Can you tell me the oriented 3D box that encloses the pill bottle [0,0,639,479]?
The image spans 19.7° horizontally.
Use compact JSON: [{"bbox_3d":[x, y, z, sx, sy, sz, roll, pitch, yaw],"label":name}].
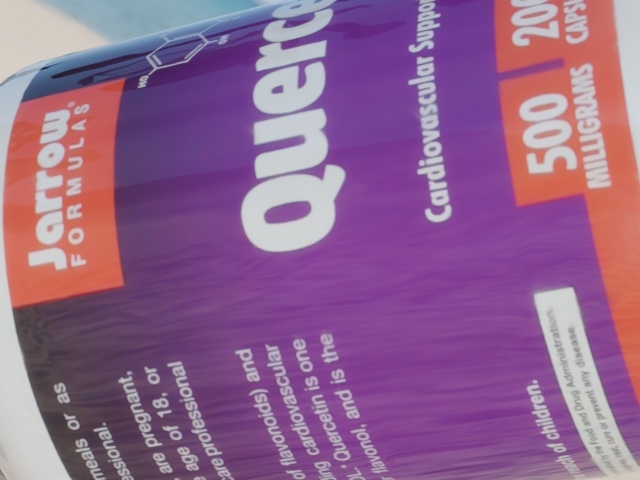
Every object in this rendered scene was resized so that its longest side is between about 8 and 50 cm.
[{"bbox_3d":[-0.002,0.007,0.641,0.181,0.323,0.181,-12,90,-74],"label":"pill bottle"}]
